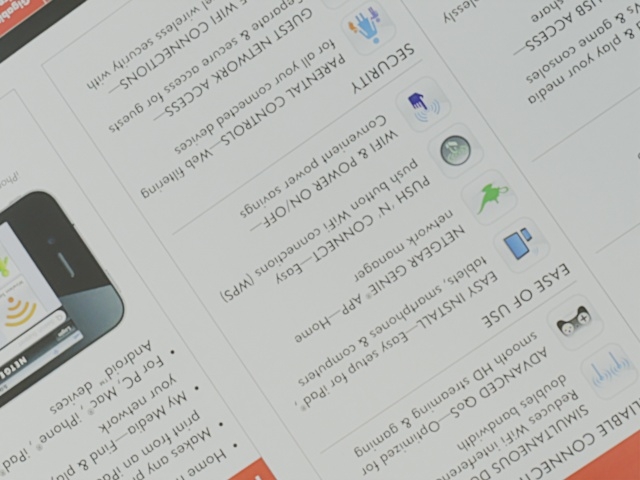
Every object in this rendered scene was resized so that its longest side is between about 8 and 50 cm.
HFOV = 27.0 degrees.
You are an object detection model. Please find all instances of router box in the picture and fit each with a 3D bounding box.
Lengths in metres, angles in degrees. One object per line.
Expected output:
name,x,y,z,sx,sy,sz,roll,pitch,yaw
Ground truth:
router box,0.000,0.000,0.404,0.301,0.335,0.082,56,5,3
